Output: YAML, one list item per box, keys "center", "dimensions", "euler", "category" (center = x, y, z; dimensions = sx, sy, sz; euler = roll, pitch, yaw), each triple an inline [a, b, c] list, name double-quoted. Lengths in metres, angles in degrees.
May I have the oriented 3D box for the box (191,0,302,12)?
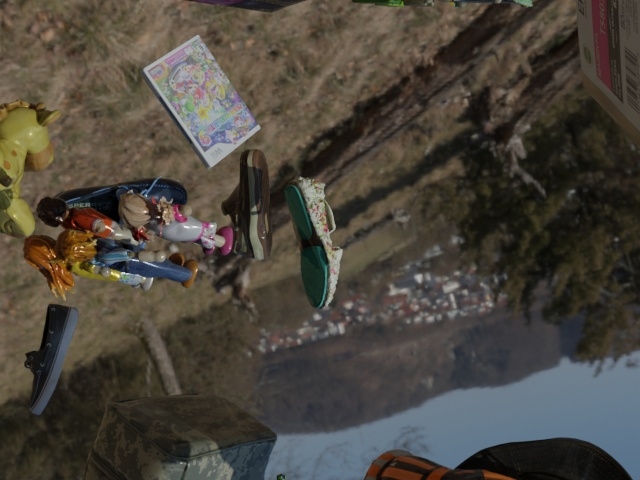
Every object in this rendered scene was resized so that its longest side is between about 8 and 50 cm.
- center: [-0.099, -0.428, 1.120]
  dimensions: [0.163, 0.142, 0.247]
  euler: [-5, -175, 37]
  category: "box"

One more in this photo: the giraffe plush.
- center: [-0.476, -0.130, 1.173]
  dimensions: [0.181, 0.170, 0.210]
  euler: [24, 144, 5]
  category: "giraffe plush"

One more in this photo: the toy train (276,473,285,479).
- center: [-0.090, 0.574, 1.773]
  dimensions: [0.017, 0.083, 0.024]
  euler: [5, 167, -39]
  category: "toy train"

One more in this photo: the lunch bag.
- center: [-0.257, 0.419, 1.338]
  dimensions: [0.212, 0.256, 0.305]
  euler: [22, -173, 32]
  category: "lunch bag"

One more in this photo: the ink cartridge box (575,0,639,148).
- center: [0.359, -0.236, 0.860]
  dimensions: [0.088, 0.193, 0.235]
  euler: [-19, 128, 3]
  category: "ink cartridge box"

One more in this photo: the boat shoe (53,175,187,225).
- center: [-0.383, -0.059, 1.501]
  dimensions: [0.258, 0.109, 0.089]
  euler: [-13, -162, -13]
  category: "boat shoe"

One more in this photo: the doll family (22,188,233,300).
- center: [-0.233, 0.015, 0.871]
  dimensions: [0.263, 0.118, 0.163]
  euler: [0, 166, 43]
  category: "doll family"

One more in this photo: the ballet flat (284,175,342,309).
- center: [0.000, 0.000, 1.394]
  dimensions: [0.077, 0.241, 0.091]
  euler: [-14, -175, -37]
  category: "ballet flat"

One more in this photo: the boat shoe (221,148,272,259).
- center: [-0.154, -0.066, 1.547]
  dimensions: [0.095, 0.257, 0.095]
  euler: [5, -144, 8]
  category: "boat shoe"

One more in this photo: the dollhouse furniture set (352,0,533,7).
- center: [0.231, -0.518, 1.451]
  dimensions: [0.301, 0.151, 0.197]
  euler: [10, -163, 29]
  category: "dollhouse furniture set"

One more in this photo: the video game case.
- center: [-0.126, -0.149, 0.834]
  dimensions: [0.011, 0.122, 0.087]
  euler: [-16, -157, 49]
  category: "video game case"

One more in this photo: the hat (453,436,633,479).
- center: [0.314, 0.432, 1.065]
  dimensions: [0.331, 0.331, 0.134]
  euler: [-15, 173, 1]
  category: "hat"

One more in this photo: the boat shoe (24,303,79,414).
- center: [-0.567, 0.237, 1.595]
  dimensions: [0.076, 0.228, 0.080]
  euler: [22, 163, -23]
  category: "boat shoe"

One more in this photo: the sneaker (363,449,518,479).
- center: [0.196, 0.340, 0.816]
  dimensions: [0.321, 0.124, 0.180]
  euler: [40, 154, -25]
  category: "sneaker"
